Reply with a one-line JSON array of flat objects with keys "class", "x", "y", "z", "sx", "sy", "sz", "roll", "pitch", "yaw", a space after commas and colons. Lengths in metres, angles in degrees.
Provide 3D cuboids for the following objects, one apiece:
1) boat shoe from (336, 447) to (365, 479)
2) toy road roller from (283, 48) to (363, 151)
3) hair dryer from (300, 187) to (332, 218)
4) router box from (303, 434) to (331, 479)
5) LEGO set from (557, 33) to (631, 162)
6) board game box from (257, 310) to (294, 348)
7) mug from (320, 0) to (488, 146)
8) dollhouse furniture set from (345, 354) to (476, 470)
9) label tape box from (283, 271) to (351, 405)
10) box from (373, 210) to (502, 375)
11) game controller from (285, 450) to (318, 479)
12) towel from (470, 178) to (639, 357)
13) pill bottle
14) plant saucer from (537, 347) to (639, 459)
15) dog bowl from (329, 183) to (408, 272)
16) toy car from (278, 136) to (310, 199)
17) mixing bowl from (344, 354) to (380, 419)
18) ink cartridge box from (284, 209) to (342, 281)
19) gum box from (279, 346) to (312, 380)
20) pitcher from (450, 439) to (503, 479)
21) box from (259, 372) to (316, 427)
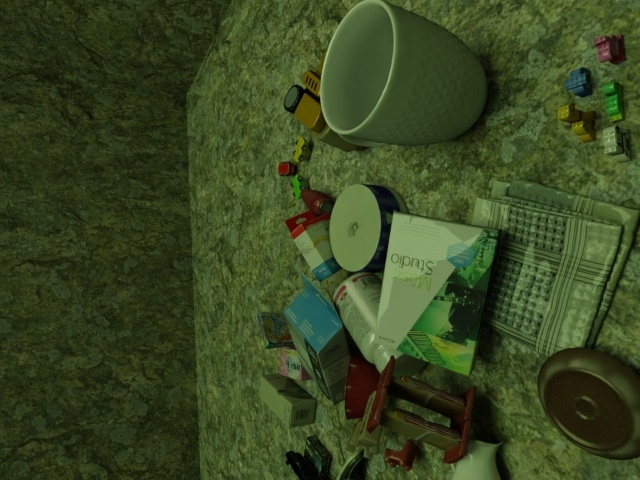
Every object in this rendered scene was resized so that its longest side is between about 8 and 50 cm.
[{"class": "boat shoe", "x": 0.096, "y": 0.739, "z": 1.354, "sx": 0.079, "sy": 0.084, "sz": 0.233, "roll": 33, "pitch": 114, "yaw": 31}, {"class": "toy road roller", "x": 0.045, "y": -0.461, "z": 1.414, "sx": 0.240, "sy": 0.203, "sz": 0.329, "roll": -58, "pitch": 39, "yaw": 22}, {"class": "hair dryer", "x": -0.025, "y": -0.075, "z": 1.600, "sx": 0.223, "sy": 0.080, "sz": 0.293, "roll": -43, "pitch": 52, "yaw": 48}, {"class": "router box", "x": -0.012, "y": 0.769, "z": 1.551, "sx": 0.122, "sy": 0.038, "sz": 0.092, "roll": 25, "pitch": 109, "yaw": 57}, {"class": "LEGO set", "x": 0.477, "y": -0.250, "z": 0.779, "sx": 0.087, "sy": 0.093, "sz": 0.227, "roll": -10, "pitch": 80, "yaw": 58}, {"class": "board game box", "x": -0.121, "y": 0.324, "z": 1.609, "sx": 0.035, "sy": 0.201, "sz": 0.136, "roll": -58, "pitch": 42, "yaw": 39}, {"class": "mug", "x": 0.184, "y": -0.338, "z": 1.042, "sx": 0.374, "sy": 0.328, "sz": 0.276, "roll": -35, "pitch": 58, "yaw": 53}, {"class": "dollhouse furniture set", "x": 0.204, "y": 0.443, "z": 1.071, "sx": 0.374, "sy": 0.201, "sz": 0.152, "roll": 101, "pitch": -170, "yaw": -55}, {"class": "label tape box", "x": -0.012, "y": 0.306, "z": 1.381, "sx": 0.249, "sy": 0.115, "sz": 0.347, "roll": 37, "pitch": 150, "yaw": 54}, {"class": "box", "x": 0.252, "y": 0.111, "z": 0.979, "sx": 0.232, "sy": 0.058, "sz": 0.321, "roll": 13, "pitch": 103, "yaw": 31}, {"class": "game controller", "x": -0.022, "y": 0.862, "z": 1.484, "sx": 0.319, "sy": 0.067, "sz": 0.166, "roll": 34, "pitch": 141, "yaw": 53}, {"class": "towel", "x": 0.422, "y": 0.048, "z": 0.883, "sx": 0.312, "sy": 0.056, "sz": 0.324, "roll": 30, "pitch": 113, "yaw": 56}, {"class": "pill bottle", "x": 0.161, "y": 0.232, "z": 1.195, "sx": 0.283, "sy": 0.160, "sz": 0.160, "roll": 56, "pitch": 133, "yaw": 45}, {"class": "plant saucer", "x": 0.470, "y": 0.289, "z": 0.766, "sx": 0.199, "sy": 0.036, "sz": 0.198, "roll": 17, "pitch": 111, "yaw": 52}, {"class": "dog bowl", "x": 0.138, "y": -0.035, "z": 1.307, "sx": 0.265, "sy": 0.104, "sz": 0.264, "roll": -6, "pitch": 83, "yaw": 58}, {"class": "toy car", "x": -0.089, "y": -0.264, "z": 1.748, "sx": 0.239, "sy": 0.053, "sz": 0.225, "roll": -42, "pitch": 54, "yaw": 50}, {"class": "mixing bowl", "x": 0.134, "y": 0.422, "z": 1.249, "sx": 0.098, "sy": 0.181, "sz": 0.181, "roll": 1, "pitch": 88, "yaw": 15}, {"class": "ink cartridge box", "x": 0.000, "y": 0.000, "z": 1.421, "sx": 0.078, "sy": 0.134, "sz": 0.231, "roll": -37, "pitch": 82, "yaw": 48}, {"class": "gum box", "x": -0.094, "y": 0.469, "z": 1.686, "sx": 0.188, "sy": 0.062, "sz": 0.107, "roll": -13, "pitch": 76, "yaw": 57}, {"class": "pitcher", "x": 0.328, "y": 0.537, "z": 0.955, "sx": 0.178, "sy": 0.126, "sz": 0.207, "roll": 125, "pitch": 151, "yaw": -71}, {"class": "box", "x": -0.132, "y": 0.611, "z": 1.694, "sx": 0.275, "sy": 0.113, "sz": 0.094, "roll": 13, "pitch": 98, "yaw": 57}]
